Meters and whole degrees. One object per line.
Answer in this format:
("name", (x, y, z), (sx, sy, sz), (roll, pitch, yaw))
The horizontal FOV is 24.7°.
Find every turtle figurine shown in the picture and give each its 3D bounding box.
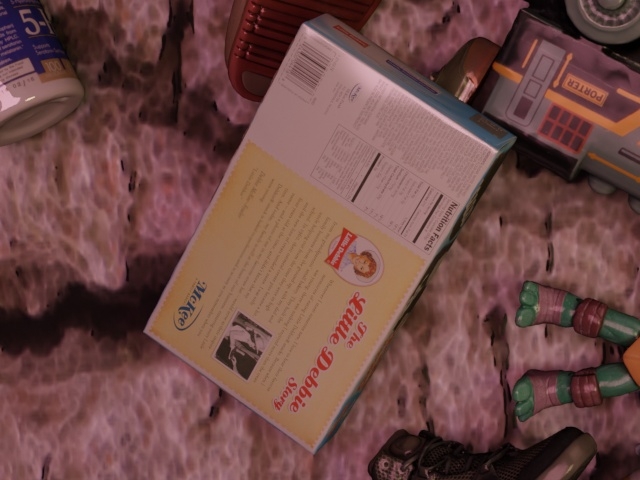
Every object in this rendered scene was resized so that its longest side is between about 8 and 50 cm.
("turtle figurine", (0.274, 0.097, 1.161), (0.234, 0.118, 0.175), (3, 77, 28))

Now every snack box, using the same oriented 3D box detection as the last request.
("snack box", (0.000, 0.000, 1.205), (0.187, 0.060, 0.322), (35, 116, 10))

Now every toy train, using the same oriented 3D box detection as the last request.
("toy train", (0.287, -0.107, 1.152), (0.334, 0.142, 0.190), (29, 109, 9))

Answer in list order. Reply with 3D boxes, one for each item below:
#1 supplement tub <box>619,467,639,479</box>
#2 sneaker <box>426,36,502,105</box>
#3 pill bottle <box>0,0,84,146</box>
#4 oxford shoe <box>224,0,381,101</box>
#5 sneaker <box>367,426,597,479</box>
("supplement tub", (0.248, 0.268, 1.154), (0.199, 0.144, 0.144), (-35, 83, 11))
("sneaker", (0.068, -0.100, 1.229), (0.086, 0.064, 0.192), (32, 101, 6))
("pill bottle", (-0.297, -0.186, 1.288), (0.112, 0.112, 0.187), (-29, 85, 12))
("oxford shoe", (-0.002, -0.287, 1.238), (0.130, 0.123, 0.348), (39, 108, 44))
("sneaker", (0.117, 0.193, 1.187), (0.130, 0.087, 0.227), (54, 131, 11))
